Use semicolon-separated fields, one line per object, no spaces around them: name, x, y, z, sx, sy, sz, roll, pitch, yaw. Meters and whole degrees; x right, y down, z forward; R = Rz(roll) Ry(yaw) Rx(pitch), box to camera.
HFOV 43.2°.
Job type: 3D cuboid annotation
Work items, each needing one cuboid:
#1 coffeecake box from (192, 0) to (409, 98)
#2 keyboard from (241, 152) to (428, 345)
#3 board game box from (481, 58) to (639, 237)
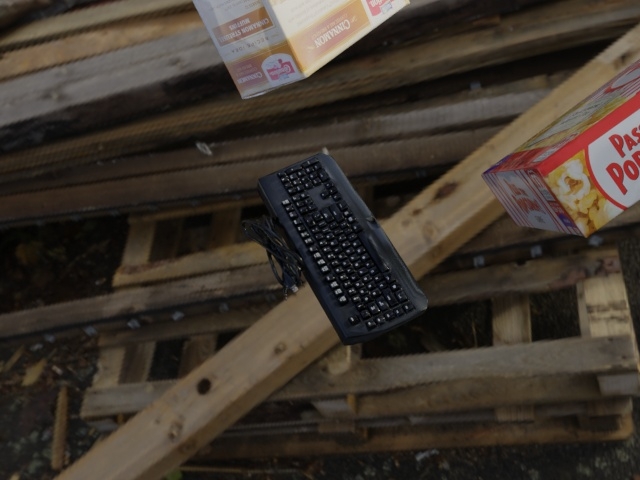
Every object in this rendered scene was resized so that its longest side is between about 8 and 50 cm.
coffeecake box;-0.032;-0.215;0.554;0.068;0.185;0.142;-8;27;44
keyboard;0.000;0.000;0.646;0.100;0.038;0.192;-28;51;-5
board game box;0.191;-0.077;0.443;0.193;0.147;0.045;-36;92;2
